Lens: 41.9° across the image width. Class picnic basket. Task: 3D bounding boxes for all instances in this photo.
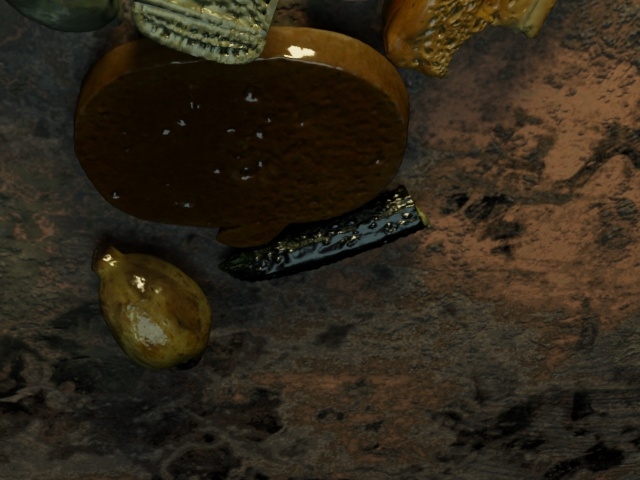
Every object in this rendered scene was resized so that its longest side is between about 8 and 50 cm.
[{"bbox_3d":[-0.111,-0.283,0.815,0.134,0.196,0.154,12,126,-21],"label":"picnic basket"}]

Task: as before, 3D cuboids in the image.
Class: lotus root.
[{"bbox_3d":[-0.233,0.091,1.140,0.138,0.138,0.214,-33,120,15],"label":"lotus root"}]

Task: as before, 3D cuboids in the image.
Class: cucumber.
[{"bbox_3d":[0.000,0.002,1.156,0.300,0.072,0.072,-20,130,6],"label":"cucumber"}]

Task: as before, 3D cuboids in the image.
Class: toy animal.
[{"bbox_3d":[-0.327,-0.275,0.836,0.251,0.125,0.127,0,101,-4],"label":"toy animal"}]

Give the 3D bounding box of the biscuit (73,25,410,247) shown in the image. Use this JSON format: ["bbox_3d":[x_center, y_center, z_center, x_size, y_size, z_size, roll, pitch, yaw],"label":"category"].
[{"bbox_3d":[-0.094,-0.119,1.017,0.394,0.070,0.350,1,143,-6],"label":"biscuit"}]

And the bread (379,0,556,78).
[{"bbox_3d":[0.209,-0.339,0.894,0.185,0.109,0.380,11,127,-25],"label":"bread"}]
